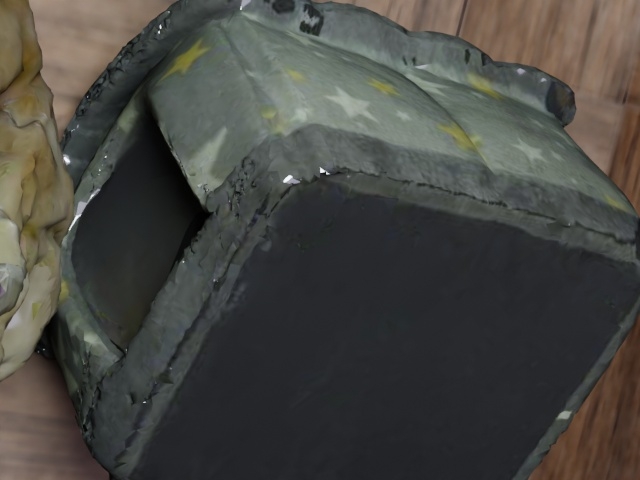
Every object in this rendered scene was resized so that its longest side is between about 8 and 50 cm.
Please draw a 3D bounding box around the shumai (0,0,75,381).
[{"bbox_3d":[-0.151,-0.023,0.631,0.184,0.185,0.218,-10,107,-33],"label":"shumai"}]

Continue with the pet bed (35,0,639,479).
[{"bbox_3d":[0.000,0.000,0.775,0.211,0.159,0.183,12,120,-35],"label":"pet bed"}]
